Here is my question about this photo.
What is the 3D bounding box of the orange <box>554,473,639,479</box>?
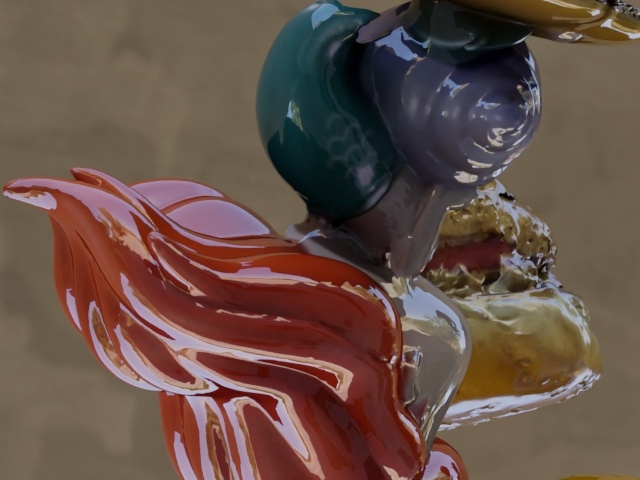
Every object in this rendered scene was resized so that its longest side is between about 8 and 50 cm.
[{"bbox_3d":[0.157,0.298,1.110,0.340,0.340,0.293,-45,-42,-4],"label":"orange"}]

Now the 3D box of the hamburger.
[{"bbox_3d":[0.065,0.054,1.328,0.244,0.244,0.163,-11,-98,-23],"label":"hamburger"}]

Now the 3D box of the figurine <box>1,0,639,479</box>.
[{"bbox_3d":[-0.001,-0.001,0.758,0.208,0.181,0.257,7,-76,-65],"label":"figurine"}]
